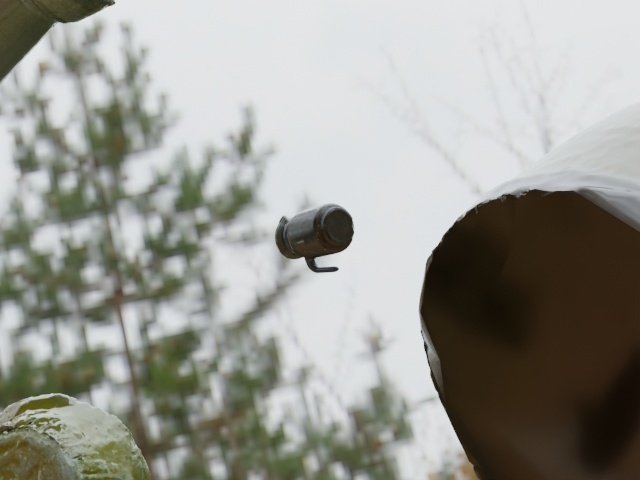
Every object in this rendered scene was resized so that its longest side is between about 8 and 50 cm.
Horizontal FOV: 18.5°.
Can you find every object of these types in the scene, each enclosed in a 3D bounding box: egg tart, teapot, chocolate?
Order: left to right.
[{"bbox_3d":[-0.221,0.210,1.513,0.197,0.197,0.078,-23,-25,18],"label":"egg tart"},{"bbox_3d":[0.001,-0.004,1.915,0.063,0.049,0.083,32,-24,-26],"label":"teapot"},{"bbox_3d":[0.278,0.049,1.432,0.297,0.326,0.314,-29,-40,-32],"label":"chocolate"}]

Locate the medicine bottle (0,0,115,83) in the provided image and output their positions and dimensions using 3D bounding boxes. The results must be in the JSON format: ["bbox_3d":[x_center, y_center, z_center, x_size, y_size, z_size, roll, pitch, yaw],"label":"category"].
[{"bbox_3d":[-0.346,-0.237,1.716,0.290,0.245,0.245,-25,-28,12],"label":"medicine bottle"}]
